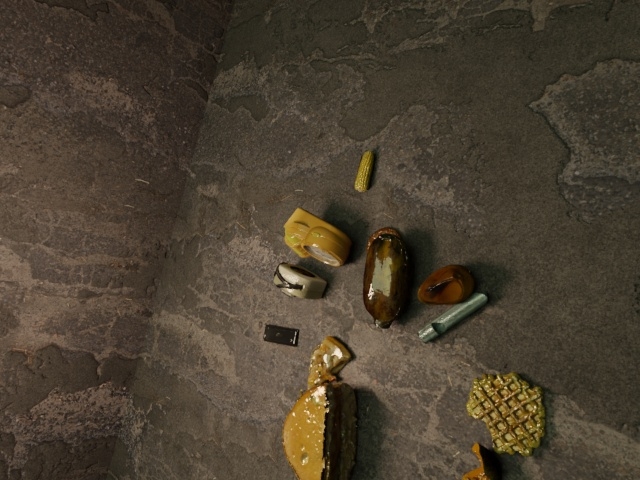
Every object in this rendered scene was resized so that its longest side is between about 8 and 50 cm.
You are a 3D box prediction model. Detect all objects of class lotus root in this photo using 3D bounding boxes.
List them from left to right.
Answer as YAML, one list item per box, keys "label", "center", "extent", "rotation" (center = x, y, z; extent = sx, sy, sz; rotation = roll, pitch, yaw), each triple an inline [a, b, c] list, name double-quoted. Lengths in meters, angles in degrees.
- label: "lotus root"
  center: [0.277, 0.168, 1.813]
  extent: [0.196, 0.179, 0.397]
  rotation: [5, 89, 38]

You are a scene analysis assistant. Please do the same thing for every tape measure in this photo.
- label: "tape measure"
  center: [-0.133, 0.195, 2.113]
  extent: [0.271, 0.231, 0.133]
  rotation: [30, 100, 40]

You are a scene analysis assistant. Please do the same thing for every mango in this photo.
- label: "mango"
  center: [0.481, 0.179, 1.674]
  extent: [0.236, 0.166, 0.136]
  rotation: [-32, 101, 34]

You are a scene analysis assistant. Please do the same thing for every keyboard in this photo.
- label: "keyboard"
  center: [-0.207, 0.491, 2.231]
  extent: [0.230, 0.025, 0.093]
  rotation: [0, 77, 39]

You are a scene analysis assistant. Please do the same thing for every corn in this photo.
- label: "corn"
  center: [0.212, -0.331, 2.077]
  extent: [0.072, 0.072, 0.203]
  rotation: [9, 83, 40]

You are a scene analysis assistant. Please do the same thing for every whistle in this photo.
- label: "whistle"
  center: [0.513, 0.293, 1.673]
  extent: [0.312, 0.062, 0.062]
  rotation: [-42, 56, 23]

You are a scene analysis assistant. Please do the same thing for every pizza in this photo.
- label: "pizza"
  center: [0.011, 0.582, 2.000]
  extent: [0.297, 0.071, 0.189]
  rotation: [-54, 53, 16]

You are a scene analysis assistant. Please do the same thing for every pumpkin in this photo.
- label: "pumpkin"
  center: [0.555, 0.799, 1.474]
  extent: [0.108, 0.119, 0.183]
  rotation: [19, 97, 4]

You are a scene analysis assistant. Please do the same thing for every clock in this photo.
- label: "clock"
  center: [0.000, 0.000, 2.057]
  extent: [0.317, 0.244, 0.200]
  rotation: [20, 76, 37]

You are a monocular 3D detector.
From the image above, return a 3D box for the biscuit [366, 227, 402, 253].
- label: "biscuit"
  center: [0.286, 0.033, 1.948]
  extent: [0.188, 0.027, 0.187]
  rotation: [-10, 73, 37]

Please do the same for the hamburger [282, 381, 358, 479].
- label: "hamburger"
  center: [-0.011, 0.805, 1.829]
  extent: [0.287, 0.268, 0.445]
  rotation: [-2, 82, 37]

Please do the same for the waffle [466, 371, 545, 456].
- label: "waffle"
  center: [0.637, 0.593, 1.500]
  extent: [0.291, 0.051, 0.291]
  rotation: [-10, 74, 37]
